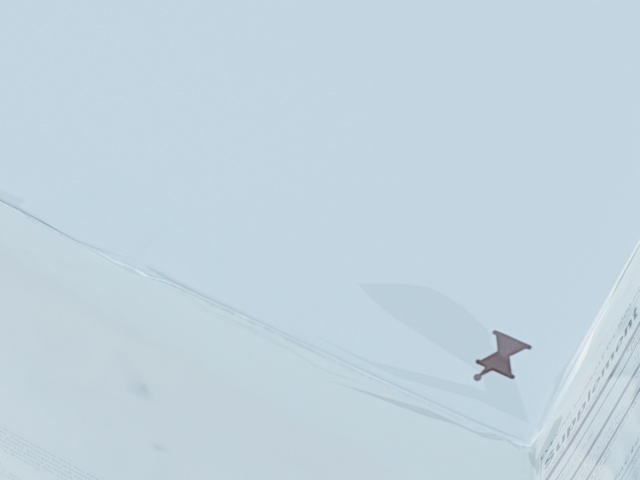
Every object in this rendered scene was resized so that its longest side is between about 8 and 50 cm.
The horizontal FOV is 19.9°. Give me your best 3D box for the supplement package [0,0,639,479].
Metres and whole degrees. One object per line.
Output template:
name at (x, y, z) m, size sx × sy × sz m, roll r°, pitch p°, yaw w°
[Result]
supplement package at (0.000, 0.000, 0.466) m, size 0.194 × 0.203 × 0.149 m, roll 24°, pitch 63°, yaw 19°
